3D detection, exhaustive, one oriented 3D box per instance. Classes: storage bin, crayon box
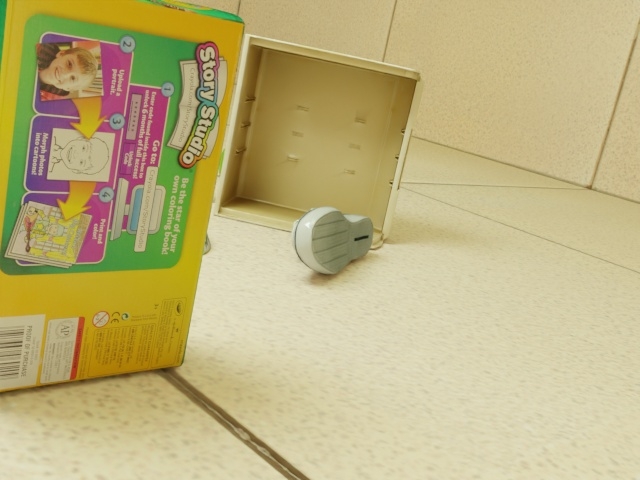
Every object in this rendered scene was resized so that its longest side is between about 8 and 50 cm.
[{"bbox_3d":[0.001,-0.145,1.130,0.261,0.262,0.123,13,12,3],"label":"storage bin"},{"bbox_3d":[-0.165,-0.038,0.540,0.165,0.278,0.081,-1,20,-42],"label":"crayon box"}]

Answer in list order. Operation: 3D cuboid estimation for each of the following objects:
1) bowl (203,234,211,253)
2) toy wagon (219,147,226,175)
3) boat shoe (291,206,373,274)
[{"bbox_3d":[-0.211,-0.042,0.923,0.170,0.080,0.170,12,13,-3],"label":"bowl"},{"bbox_3d":[-0.050,-0.125,1.399,0.268,0.068,0.344,8,15,-16],"label":"toy wagon"},{"bbox_3d":[0.000,0.000,0.969,0.076,0.083,0.226,5,-1,21],"label":"boat shoe"}]
